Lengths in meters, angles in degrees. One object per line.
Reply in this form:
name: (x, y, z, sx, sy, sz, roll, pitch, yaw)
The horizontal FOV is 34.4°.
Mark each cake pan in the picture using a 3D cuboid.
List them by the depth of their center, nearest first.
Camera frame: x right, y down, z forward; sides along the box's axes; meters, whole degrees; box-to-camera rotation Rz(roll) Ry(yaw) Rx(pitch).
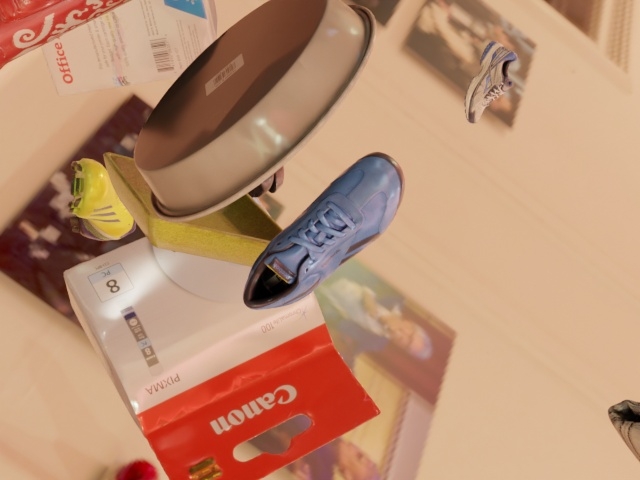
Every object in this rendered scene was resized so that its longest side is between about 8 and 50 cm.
cake pan: (-0.076, -0.145, 1.021, 0.293, 0.054, 0.293, -33, -151, 21)

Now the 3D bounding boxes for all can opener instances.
can opener: (-0.104, -0.148, 1.484, 0.059, 0.186, 0.073, -4, -155, 26)

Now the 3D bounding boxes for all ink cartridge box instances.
ink cartridge box: (-0.139, 0.140, 1.442, 0.308, 0.385, 0.091, -24, 149, -21)
ink cartridge box: (-0.271, -0.330, 1.443, 0.168, 0.233, 0.171, -97, 178, -51)

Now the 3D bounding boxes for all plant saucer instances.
plant saucer: (-0.144, -0.028, 1.177, 0.188, 0.188, 0.045, 44, -65, 53)

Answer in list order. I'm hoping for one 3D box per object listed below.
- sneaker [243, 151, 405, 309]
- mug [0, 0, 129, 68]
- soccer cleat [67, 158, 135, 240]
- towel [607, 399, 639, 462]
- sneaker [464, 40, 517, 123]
sneaker: (0.000, 0.000, 0.990, 0.209, 0.069, 0.082, -44, 176, 32)
mug: (-0.231, -0.227, 0.923, 0.169, 0.150, 0.113, -27, 143, -12)
soccer cleat: (-0.336, -0.064, 1.639, 0.289, 0.121, 0.093, 133, -39, -74)
towel: (0.450, 0.266, 0.903, 0.324, 0.312, 0.056, 4, -128, 53)
sneaker: (0.272, -0.247, 1.647, 0.052, 0.058, 0.135, 2, 110, -66)
